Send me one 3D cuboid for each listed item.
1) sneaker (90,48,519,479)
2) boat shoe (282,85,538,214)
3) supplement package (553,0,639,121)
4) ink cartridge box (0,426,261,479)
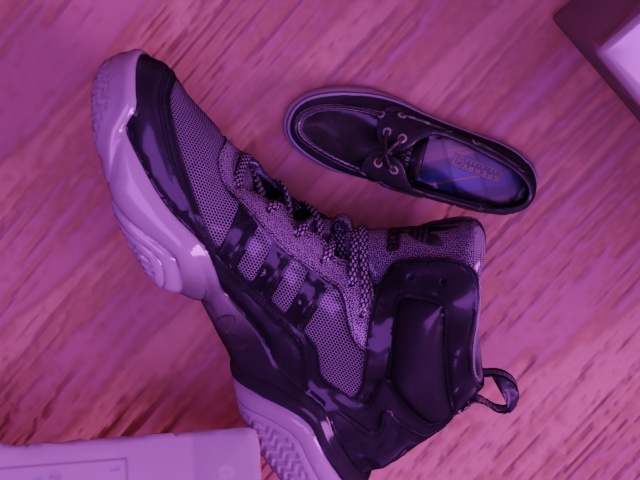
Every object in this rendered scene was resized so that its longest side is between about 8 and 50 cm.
[{"bbox_3d":[0.000,0.000,0.923,0.153,0.101,0.268,-24,107,16],"label":"sneaker"},{"bbox_3d":[0.049,-0.048,0.951,0.142,0.040,0.049,15,102,-3],"label":"boat shoe"},{"bbox_3d":[0.281,-0.050,0.878,0.175,0.177,0.293,-40,100,8],"label":"supplement package"},{"bbox_3d":[-0.209,0.265,0.927,0.385,0.091,0.308,-5,75,4],"label":"ink cartridge box"}]
